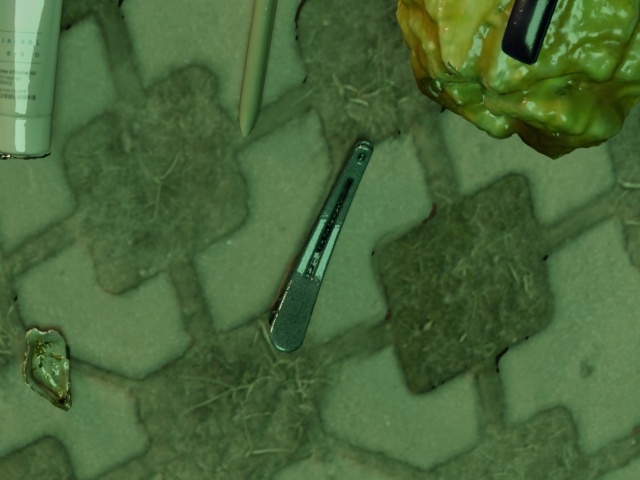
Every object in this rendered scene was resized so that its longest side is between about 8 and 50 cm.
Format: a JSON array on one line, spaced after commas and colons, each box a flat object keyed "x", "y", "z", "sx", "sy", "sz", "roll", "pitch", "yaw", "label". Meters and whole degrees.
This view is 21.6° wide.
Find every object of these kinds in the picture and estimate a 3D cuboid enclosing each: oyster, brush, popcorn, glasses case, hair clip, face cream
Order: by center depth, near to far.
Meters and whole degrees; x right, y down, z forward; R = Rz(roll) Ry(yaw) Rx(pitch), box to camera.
[{"x": 0.174, "y": -0.188, "z": 1.382, "sx": 0.033, "sy": 0.023, "sz": 0.083, "roll": 20, "pitch": 100, "yaw": 8, "label": "glasses case"}, {"x": 0.197, "y": -0.223, "z": 1.515, "sx": 0.282, "sy": 0.282, "sz": 0.247, "roll": 23, "pitch": 114, "yaw": -11, "label": "popcorn"}, {"x": -0.283, "y": -0.200, "z": 1.610, "sx": 0.092, "sy": 0.058, "sz": 0.244, "roll": 4, "pitch": 106, "yaw": 1, "label": "face cream"}, {"x": -0.048, "y": -0.237, "z": 1.611, "sx": 0.042, "sy": 0.039, "sz": 0.299, "roll": 6, "pitch": 113, "yaw": -6, "label": "brush"}, {"x": 0.000, "y": 0.000, "z": 1.705, "sx": 0.039, "sy": 0.070, "sz": 0.230, "roll": 20, "pitch": 102, "yaw": -6, "label": "hair clip"}, {"x": -0.287, "y": 0.135, "z": 1.755, "sx": 0.051, "sy": 0.034, "sz": 0.093, "roll": -4, "pitch": 101, "yaw": -18, "label": "oyster"}]
